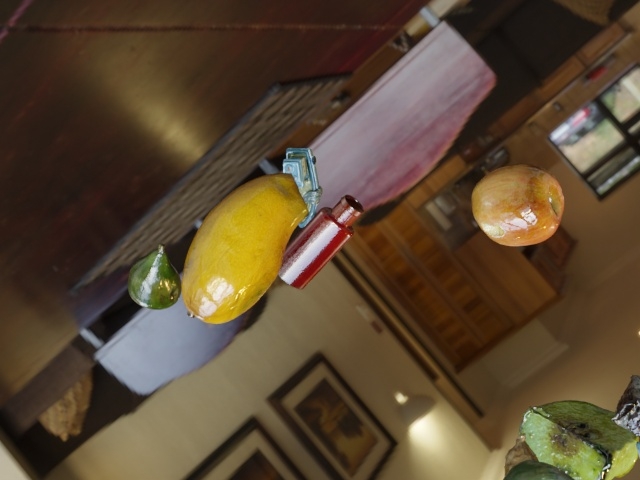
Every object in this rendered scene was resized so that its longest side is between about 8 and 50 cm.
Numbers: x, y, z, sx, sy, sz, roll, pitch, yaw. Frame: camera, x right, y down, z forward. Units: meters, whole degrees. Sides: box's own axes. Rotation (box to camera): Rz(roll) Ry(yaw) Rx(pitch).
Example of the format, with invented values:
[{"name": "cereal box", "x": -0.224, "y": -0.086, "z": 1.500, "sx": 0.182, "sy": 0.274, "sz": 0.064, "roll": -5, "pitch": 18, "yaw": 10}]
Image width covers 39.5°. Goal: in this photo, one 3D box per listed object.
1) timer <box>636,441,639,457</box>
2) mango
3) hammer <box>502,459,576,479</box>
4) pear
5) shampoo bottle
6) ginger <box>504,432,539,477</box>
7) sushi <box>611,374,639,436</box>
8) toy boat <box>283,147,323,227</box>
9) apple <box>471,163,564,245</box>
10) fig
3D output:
[{"name": "timer", "x": 0.617, "y": 0.501, "z": 1.562, "sx": 0.175, "sy": 0.255, "sz": 0.175, "roll": -44, "pitch": -163, "yaw": 17}, {"name": "mango", "x": -0.160, "y": 0.008, "z": 1.828, "sx": 0.359, "sy": 0.187, "sz": 0.144, "roll": -63, "pitch": -167, "yaw": -11}, {"name": "hammer", "x": 0.398, "y": 0.347, "z": 1.138, "sx": 0.336, "sy": 0.206, "sz": 0.118, "roll": -30, "pitch": -150, "yaw": 44}, {"name": "pear", "x": 0.634, "y": 0.490, "z": 2.170, "sx": 0.256, "sy": 0.238, "sz": 0.163, "roll": -10, "pitch": 119, "yaw": -48}, {"name": "shampoo bottle", "x": 0.000, "y": 0.000, "z": 2.122, "sx": 0.260, "sy": 0.102, "sz": 0.064, "roll": -47, "pitch": -172, "yaw": 25}, {"name": "ginger", "x": 0.438, "y": 0.537, "z": 1.837, "sx": 0.123, "sy": 0.270, "sz": 0.219, "roll": -4, "pitch": 164, "yaw": -36}, {"name": "sushi", "x": 0.555, "y": 0.288, "z": 1.523, "sx": 0.098, "sy": 0.094, "sz": 0.084, "roll": -49, "pitch": 159, "yaw": -50}, {"name": "toy boat", "x": -0.058, "y": -0.152, "z": 2.615, "sx": 0.109, "sy": 0.237, "sz": 0.098, "roll": 3, "pitch": -157, "yaw": 23}, {"name": "apple", "x": 0.560, "y": -0.096, "z": 2.554, "sx": 0.241, "sy": 0.242, "sz": 0.242, "roll": -12, "pitch": -165, "yaw": 37}, {"name": "fig", "x": -0.351, "y": 0.074, "z": 1.884, "sx": 0.117, "sy": 0.117, "sz": 0.177, "roll": -38, "pitch": 160, "yaw": -31}]
